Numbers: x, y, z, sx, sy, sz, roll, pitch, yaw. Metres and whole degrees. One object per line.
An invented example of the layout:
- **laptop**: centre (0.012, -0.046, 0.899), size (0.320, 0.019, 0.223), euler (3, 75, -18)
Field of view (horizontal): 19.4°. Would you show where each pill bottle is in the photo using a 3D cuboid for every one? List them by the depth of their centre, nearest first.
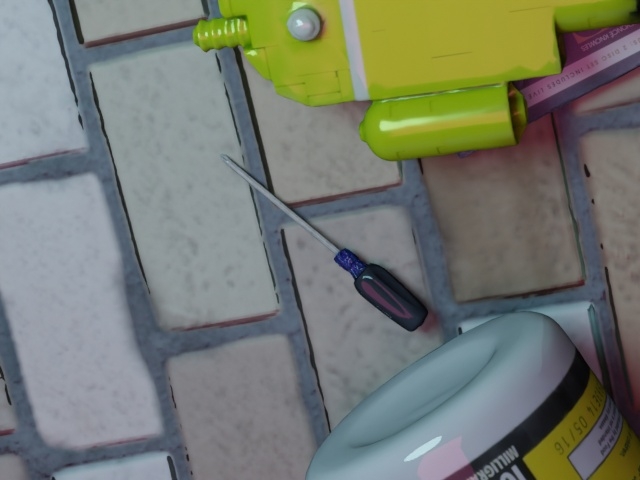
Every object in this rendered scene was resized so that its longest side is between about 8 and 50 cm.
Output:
- **pill bottle**: centre (0.154, 0.226, 1.150), size (0.188, 0.188, 0.334), euler (-33, 97, 17)

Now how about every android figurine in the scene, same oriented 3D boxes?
- **android figurine**: centre (0.049, -0.171, 1.114), size (0.273, 0.056, 0.248), euler (-5, 104, 11)

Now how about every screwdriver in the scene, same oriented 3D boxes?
- **screwdriver**: centre (0.000, 0.000, 1.202), size (0.170, 0.025, 0.024), euler (38, 108, -3)

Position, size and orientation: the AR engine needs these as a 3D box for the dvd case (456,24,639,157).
- **dvd case**: centre (0.104, -0.182, 1.137), size (0.164, 0.018, 0.221), euler (-27, 99, 16)
